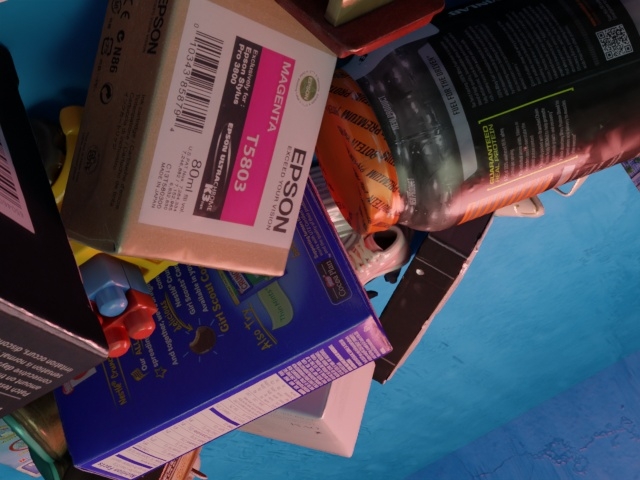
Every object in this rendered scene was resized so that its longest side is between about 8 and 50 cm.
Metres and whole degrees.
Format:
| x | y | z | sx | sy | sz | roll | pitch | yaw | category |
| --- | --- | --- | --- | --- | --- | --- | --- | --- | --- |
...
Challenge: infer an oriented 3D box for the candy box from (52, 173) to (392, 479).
| x | y | z | sx | sy | sz | roll | pitch | yaw | category |
| --- | --- | --- | --- | --- | --- | --- | --- | --- | --- |
| -0.126 | 0.060 | 0.965 | 0.317 | 0.268 | 0.122 | -26 | 150 | 3 | candy box |

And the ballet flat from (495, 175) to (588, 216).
| x | y | z | sx | sy | sz | roll | pitch | yaw | category |
| --- | --- | --- | --- | --- | --- | --- | --- | --- | --- |
| 0.300 | -0.084 | 1.279 | 0.247 | 0.087 | 0.083 | -41 | 151 | 28 | ballet flat |

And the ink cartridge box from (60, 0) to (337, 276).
| x | y | z | sx | sy | sz | roll | pitch | yaw | category |
| --- | --- | --- | --- | --- | --- | --- | --- | --- | --- |
| -0.093 | -0.097 | 0.767 | 0.193 | 0.088 | 0.234 | 10 | 95 | -49 | ink cartridge box |

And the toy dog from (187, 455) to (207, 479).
| x | y | z | sx | sy | sz | roll | pitch | yaw | category |
| --- | --- | --- | --- | --- | --- | --- | --- | --- | --- |
| -0.284 | 0.394 | 1.557 | 0.220 | 0.161 | 0.334 | -41 | 150 | 28 | toy dog |

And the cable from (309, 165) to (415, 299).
| x | y | z | sx | sy | sz | roll | pitch | yaw | category |
| --- | --- | --- | --- | --- | --- | --- | --- | --- | --- |
| 0.000 | 0.000 | 1.170 | 0.257 | 0.089 | 0.257 | -11 | 150 | -25 | cable |

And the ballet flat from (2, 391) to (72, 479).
| x | y | z | sx | sy | sz | roll | pitch | yaw | category |
| --- | --- | --- | --- | --- | --- | --- | --- | --- | --- |
| -0.295 | 0.209 | 1.091 | 0.124 | 0.116 | 0.342 | -38 | 159 | -22 | ballet flat |

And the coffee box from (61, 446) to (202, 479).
| x | y | z | sx | sy | sz | roll | pitch | yaw | category |
| --- | --- | --- | --- | --- | --- | --- | --- | --- | --- |
| -0.212 | 0.257 | 1.116 | 0.246 | 0.098 | 0.141 | 98 | 15 | -72 | coffee box |

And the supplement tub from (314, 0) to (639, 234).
| x | y | z | sx | sy | sz | roll | pitch | yaw | category |
| --- | --- | --- | --- | --- | --- | --- | --- | --- | --- |
| 0.169 | -0.137 | 0.934 | 0.338 | 0.207 | 0.207 | -20 | 153 | -12 | supplement tub |

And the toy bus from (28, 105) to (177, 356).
| x | y | z | sx | sy | sz | roll | pitch | yaw | category |
| --- | --- | --- | --- | --- | --- | --- | --- | --- | --- |
| -0.240 | 0.020 | 0.859 | 0.220 | 0.211 | 0.149 | -32 | 155 | 16 | toy bus |

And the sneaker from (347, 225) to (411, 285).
| x | y | z | sx | sy | sz | roll | pitch | yaw | category |
| --- | --- | --- | --- | --- | --- | --- | --- | --- | --- |
| 0.043 | 0.024 | 1.096 | 0.134 | 0.051 | 0.070 | -27 | 151 | -4 | sneaker |

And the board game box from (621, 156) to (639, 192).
| x | y | z | sx | sy | sz | roll | pitch | yaw | category |
| --- | --- | --- | --- | --- | --- | --- | --- | --- | --- |
| 0.592 | -0.067 | 1.447 | 0.194 | 0.194 | 0.060 | -5 | 147 | -36 | board game box |

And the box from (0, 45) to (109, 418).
| x | y | z | sx | sy | sz | roll | pitch | yaw | category |
| --- | --- | --- | --- | --- | --- | --- | --- | --- | --- |
| -0.395 | 0.023 | 0.631 | 0.396 | 0.293 | 0.212 | -28 | 153 | 6 | box |

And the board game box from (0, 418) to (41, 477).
| x | y | z | sx | sy | sz | roll | pitch | yaw | category |
| --- | --- | --- | --- | --- | --- | --- | --- | --- | --- |
| -0.317 | 0.186 | 1.231 | 0.308 | 0.086 | 0.302 | -25 | 153 | -2 | board game box |

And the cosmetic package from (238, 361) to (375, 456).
| x | y | z | sx | sy | sz | roll | pitch | yaw | category |
| --- | --- | --- | --- | --- | --- | --- | --- | --- | --- |
| -0.067 | 0.157 | 1.133 | 0.224 | 0.138 | 0.224 | 11 | 160 | 16 | cosmetic package |

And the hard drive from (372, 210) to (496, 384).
| x | y | z | sx | sy | sz | roll | pitch | yaw | category |
| --- | --- | --- | --- | --- | --- | --- | --- | --- | --- |
| 0.157 | 0.023 | 1.232 | 0.237 | 0.064 | 0.339 | -56 | 173 | -37 | hard drive |

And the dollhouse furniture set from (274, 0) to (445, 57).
| x | y | z | sx | sy | sz | roll | pitch | yaw | category |
| --- | --- | --- | --- | --- | --- | --- | --- | --- | --- |
| 0.120 | -0.307 | 0.695 | 0.374 | 0.152 | 0.201 | -31 | 159 | -31 | dollhouse furniture set |
